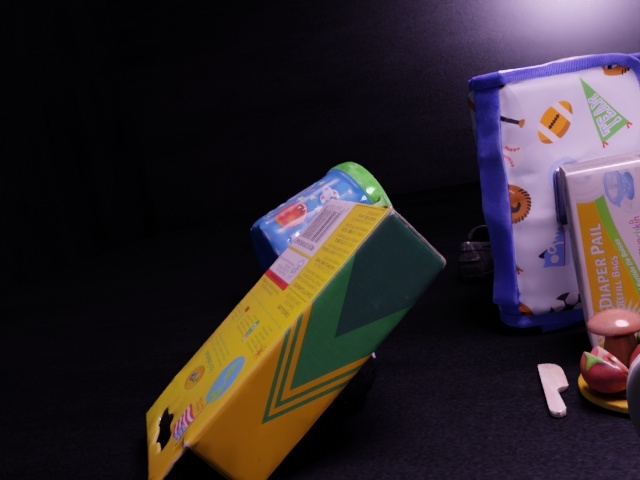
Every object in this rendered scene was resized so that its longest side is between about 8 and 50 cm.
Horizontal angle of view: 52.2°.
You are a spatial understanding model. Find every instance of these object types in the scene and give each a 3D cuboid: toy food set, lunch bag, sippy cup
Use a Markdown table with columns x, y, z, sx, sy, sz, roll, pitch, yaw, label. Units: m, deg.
| x | y | z | sx | sy | sz | roll | pitch | yaw | label |
| --- | --- | --- | --- | --- | --- | --- | --- | --- | --- |
| 0.304 | 0.101 | 0.593 | 0.217 | 0.071 | 0.128 | -8 | 9 | 22 | toy food set |
| 0.356 | -0.084 | 0.892 | 0.385 | 0.328 | 0.238 | -16 | 11 | -39 | lunch bag |
| 0.000 | 0.000 | 1.221 | 0.224 | 0.306 | 0.240 | -25 | 57 | -18 | sippy cup |

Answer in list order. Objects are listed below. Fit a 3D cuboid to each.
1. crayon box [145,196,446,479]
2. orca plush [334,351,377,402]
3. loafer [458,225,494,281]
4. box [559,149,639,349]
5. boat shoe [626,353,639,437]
| x | y | z | sx | sy | sz | roll | pitch | yaw | label |
| --- | --- | --- | --- | --- | --- | --- | --- | --- | --- |
| -0.040 | 0.104 | 0.647 | 0.318 | 0.081 | 0.202 | -49 | 15 | -5 | crayon box |
| 0.012 | 0.139 | 0.800 | 0.151 | 0.102 | 0.287 | -63 | 20 | -16 | orca plush |
| 0.300 | 0.010 | 1.164 | 0.076 | 0.078 | 0.223 | -6 | 10 | 31 | loafer |
| 0.329 | 0.013 | 0.694 | 0.114 | 0.203 | 0.103 | -10 | 8 | 18 | box |
| 0.363 | 0.098 | 0.419 | 0.320 | 0.118 | 0.103 | -6 | 4 | 12 | boat shoe |
